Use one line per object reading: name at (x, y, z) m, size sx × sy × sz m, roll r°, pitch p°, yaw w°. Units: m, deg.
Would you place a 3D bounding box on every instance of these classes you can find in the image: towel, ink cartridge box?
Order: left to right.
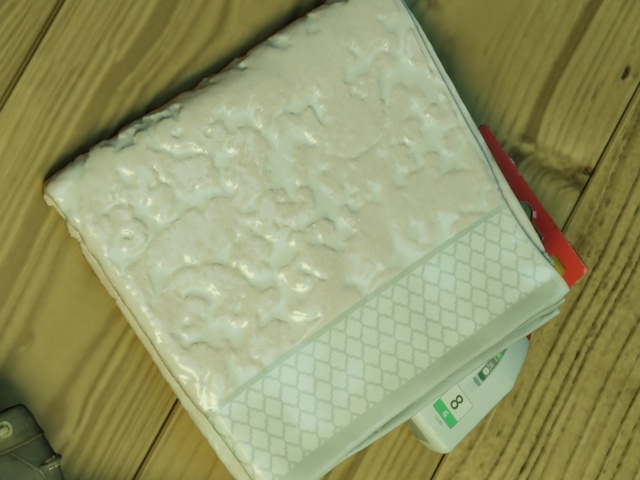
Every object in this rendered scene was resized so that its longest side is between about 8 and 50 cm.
towel at (0.000, 0.000, 1.469) m, size 0.332 × 0.053 × 0.317 m, roll -34°, pitch 94°, yaw -20°
ink cartridge box at (0.124, 0.040, 1.580) m, size 0.225 × 0.056 × 0.181 m, roll -43°, pitch 113°, yaw -15°

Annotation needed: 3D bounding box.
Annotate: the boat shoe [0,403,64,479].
boat shoe at (-0.351, 0.206, 1.326) m, size 0.355 × 0.132 × 0.130 m, roll -15°, pitch 85°, yaw -27°
